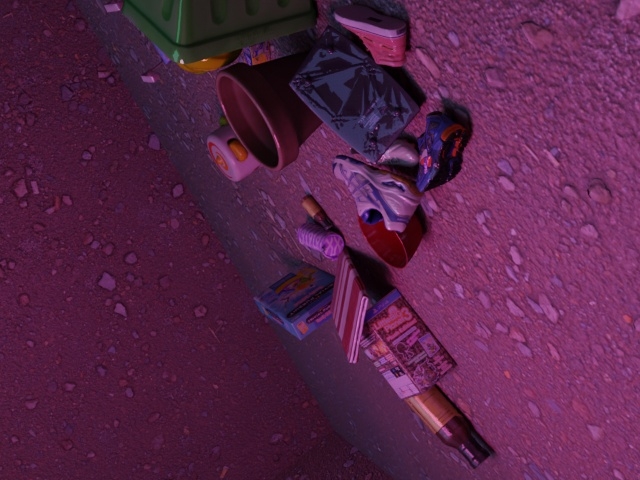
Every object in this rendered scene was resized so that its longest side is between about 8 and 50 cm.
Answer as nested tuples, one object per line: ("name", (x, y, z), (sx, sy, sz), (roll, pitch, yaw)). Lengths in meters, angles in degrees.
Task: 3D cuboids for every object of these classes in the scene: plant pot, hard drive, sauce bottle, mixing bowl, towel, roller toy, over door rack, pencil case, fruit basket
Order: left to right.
("over door rack", (-0.504, -0.645, 1.939), (0.108, 0.324, 0.239), (-3, 129, 25))
("fruit basket", (-0.225, -0.477, 1.424), (0.283, 0.392, 0.392), (45, 159, 27))
("roller toy", (-0.291, -0.304, 2.246), (0.209, 0.146, 0.191), (42, 158, 33))
("plant pot", (-0.083, -0.330, 1.549), (0.263, 0.229, 0.263), (46, 160, 23))
("sauce bottle", (-0.012, -0.087, 2.098), (0.128, 0.042, 0.042), (52, 162, 14))
("pencil case", (0.000, 0.000, 2.145), (0.206, 0.086, 0.088), (30, 137, 60))
("towel", (0.089, 0.192, 2.015), (0.329, 0.037, 0.236), (-112, 27, -64))
("hard drive", (0.073, -0.300, 1.349), (0.255, 0.054, 0.172), (44, 122, 7))
("mixing bowl", (0.185, -0.031, 1.615), (0.181, 0.098, 0.181), (47, 161, 22))
("sauce bottle", (0.403, 0.587, 2.137), (0.344, 0.111, 0.111), (48, 161, 22))

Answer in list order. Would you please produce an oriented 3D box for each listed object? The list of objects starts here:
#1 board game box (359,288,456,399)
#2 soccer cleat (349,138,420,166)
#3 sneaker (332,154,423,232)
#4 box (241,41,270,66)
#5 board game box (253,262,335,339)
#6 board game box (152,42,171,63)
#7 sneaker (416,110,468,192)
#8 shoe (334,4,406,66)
("board game box", (0.242, 0.327, 2.030), (0.291, 0.141, 0.232), (52, 161, 9))
("soccer cleat", (0.144, -0.194, 1.467), (0.196, 0.076, 0.068), (30, 149, 52))
("sneaker", (0.105, -0.110, 1.509), (0.112, 0.130, 0.296), (15, -170, -35))
("box", (-0.172, -0.484, 1.771), (0.054, 0.059, 0.168), (48, 161, 24))
("board game box", (-0.064, 0.213, 2.417), (0.336, 0.254, 0.079), (21, 141, 59))
("board game box", (-0.383, -0.612, 1.829), (0.160, 0.212, 0.039), (58, 161, -11))
("sneaker", (0.232, -0.175, 1.308), (0.087, 0.083, 0.221), (62, 160, 25))
("shoe", (0.095, -0.392, 1.260), (0.178, 0.064, 0.081), (34, 148, 38))
